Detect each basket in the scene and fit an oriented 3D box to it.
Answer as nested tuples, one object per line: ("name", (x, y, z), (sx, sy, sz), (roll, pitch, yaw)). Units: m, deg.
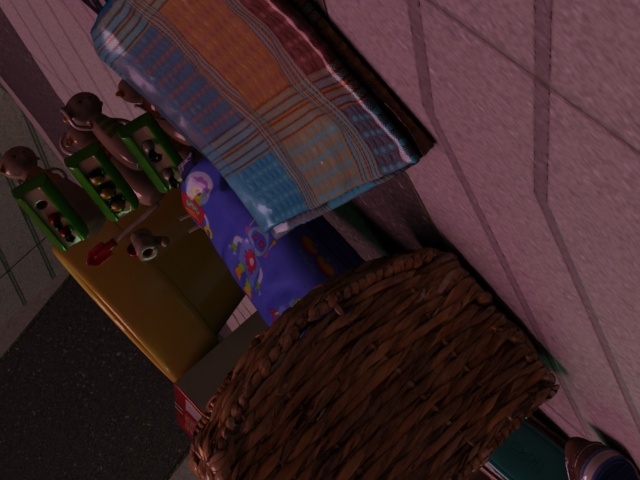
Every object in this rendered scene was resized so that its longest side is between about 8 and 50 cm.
("basket", (0.025, 0.150, 1.387), (0.213, 0.299, 0.223), (48, 171, -5))

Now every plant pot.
("plant pot", (-0.190, 0.025, 2.030), (0.254, 0.239, 0.254), (46, 171, 9))

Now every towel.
("towel", (-0.067, -0.131, 1.267), (0.271, 0.040, 0.370), (47, 161, -7))

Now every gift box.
("gift box", (-0.024, 0.215, 2.025), (0.255, 0.258, 0.276), (46, 162, 7))

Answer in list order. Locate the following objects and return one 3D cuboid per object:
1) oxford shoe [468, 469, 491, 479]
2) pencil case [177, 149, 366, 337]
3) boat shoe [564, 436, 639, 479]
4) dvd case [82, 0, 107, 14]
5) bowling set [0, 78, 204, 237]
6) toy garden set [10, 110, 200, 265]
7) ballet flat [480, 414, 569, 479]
("oxford shoe", (0.177, 0.310, 1.853), (0.082, 0.096, 0.227), (25, 131, 37))
("pencil case", (-0.027, 0.018, 1.539), (0.306, 0.119, 0.133), (52, 143, 33))
("boat shoe", (0.278, 0.249, 1.426), (0.066, 0.066, 0.183), (43, 161, 51))
("dvd case", (-0.303, -0.338, 1.673), (0.238, 0.029, 0.179), (43, 170, 30))
("bowling set", (-0.232, -0.148, 1.830), (0.154, 0.287, 0.200), (38, 125, 18))
("toy garden set", (-0.194, -0.045, 1.722), (0.049, 0.244, 0.204), (61, -179, 39))
("ballet flat", (0.142, 0.170, 1.578), (0.316, 0.107, 0.106), (46, 178, 15))
